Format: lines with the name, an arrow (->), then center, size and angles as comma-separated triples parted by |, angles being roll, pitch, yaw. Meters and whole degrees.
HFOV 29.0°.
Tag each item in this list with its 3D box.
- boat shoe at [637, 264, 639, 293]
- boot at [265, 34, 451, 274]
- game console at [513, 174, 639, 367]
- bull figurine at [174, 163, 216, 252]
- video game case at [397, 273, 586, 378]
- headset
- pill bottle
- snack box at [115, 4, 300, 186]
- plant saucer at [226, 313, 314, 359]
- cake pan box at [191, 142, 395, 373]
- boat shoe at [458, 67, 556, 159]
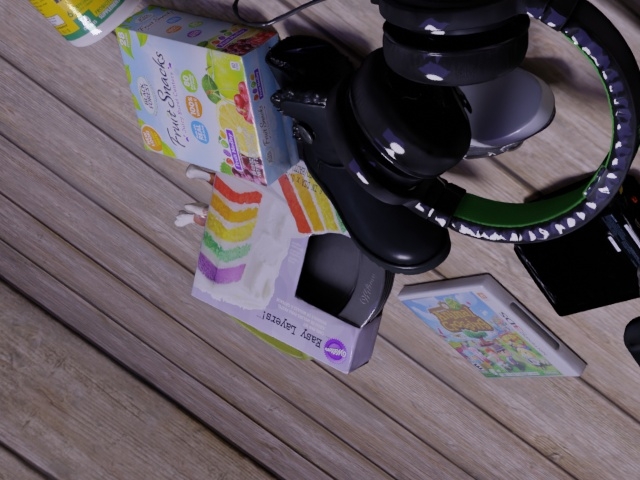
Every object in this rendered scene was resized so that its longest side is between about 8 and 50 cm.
boat shoe -> 0.379, 0.048, 1.104 | 0.219, 0.078, 0.070 | -2, 107, 46
boot -> 0.036, -0.094, 1.344 | 0.246, 0.094, 0.207 | 50, 171, 34
game console -> 0.347, 0.097, 1.301 | 0.361, 0.044, 0.213 | 55, 156, -4
bull figurine -> -0.095, 0.007, 1.792 | 0.188, 0.101, 0.310 | 21, 155, 23
video game case -> 0.227, 0.122, 1.677 | 0.193, 0.023, 0.212 | 42, 158, -17
headset -> 0.099, -0.164, 1.095 | 0.394, 0.185, 0.243 | 30, 130, 4
pill bottle -> -0.302, -0.327, 1.378 | 0.118, 0.117, 0.208 | 3, 142, 53
snack box -> -0.134, -0.172, 1.458 | 0.207, 0.070, 0.174 | 19, 134, 36
plant saucer -> -0.088, 0.109, 1.831 | 0.241, 0.037, 0.241 | 33, 166, 10
cake pan box -> -0.023, 0.008, 1.553 | 0.267, 0.070, 0.245 | 26, 117, 24
boat shoe -> 0.161, -0.113, 1.225 | 0.076, 0.080, 0.228 | 20, 163, -31
